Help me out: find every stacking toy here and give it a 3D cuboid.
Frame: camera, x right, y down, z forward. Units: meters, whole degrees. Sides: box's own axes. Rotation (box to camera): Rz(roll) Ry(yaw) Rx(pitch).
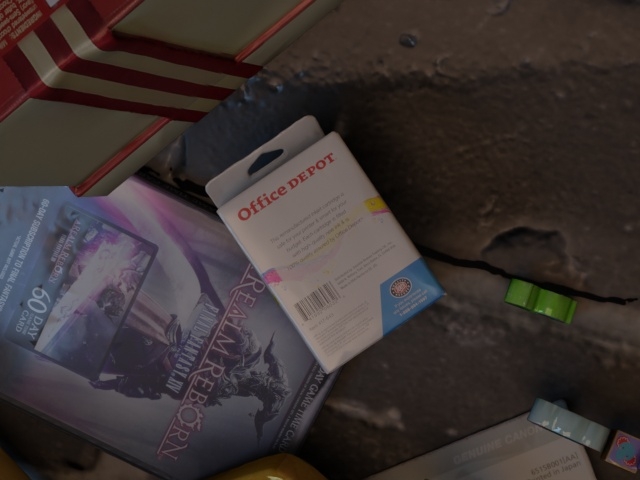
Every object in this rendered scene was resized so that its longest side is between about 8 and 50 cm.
[{"bbox_3d":[0.196,0.137,1.090,0.221,0.052,0.167,22,86,1],"label":"stacking toy"}]

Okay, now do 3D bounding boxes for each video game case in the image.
[{"bbox_3d":[-0.123,0.058,1.148,0.274,0.026,0.196,26,108,-1],"label":"video game case"}]

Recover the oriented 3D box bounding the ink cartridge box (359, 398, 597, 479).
[{"bbox_3d":[0.098,0.272,1.169,0.275,0.060,0.239,-24,77,13],"label":"ink cartridge box"}]

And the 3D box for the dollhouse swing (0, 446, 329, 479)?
[{"bbox_3d":[-0.168,0.204,1.003,0.315,0.347,0.305,-24,101,29],"label":"dollhouse swing"}]

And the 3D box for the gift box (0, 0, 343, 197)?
[{"bbox_3d":[-0.147,-0.199,0.962,0.255,0.258,0.276,-33,80,16],"label":"gift box"}]

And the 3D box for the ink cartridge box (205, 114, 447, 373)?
[{"bbox_3d":[0.000,0.000,1.065,0.092,0.090,0.143,-33,91,-3],"label":"ink cartridge box"}]
